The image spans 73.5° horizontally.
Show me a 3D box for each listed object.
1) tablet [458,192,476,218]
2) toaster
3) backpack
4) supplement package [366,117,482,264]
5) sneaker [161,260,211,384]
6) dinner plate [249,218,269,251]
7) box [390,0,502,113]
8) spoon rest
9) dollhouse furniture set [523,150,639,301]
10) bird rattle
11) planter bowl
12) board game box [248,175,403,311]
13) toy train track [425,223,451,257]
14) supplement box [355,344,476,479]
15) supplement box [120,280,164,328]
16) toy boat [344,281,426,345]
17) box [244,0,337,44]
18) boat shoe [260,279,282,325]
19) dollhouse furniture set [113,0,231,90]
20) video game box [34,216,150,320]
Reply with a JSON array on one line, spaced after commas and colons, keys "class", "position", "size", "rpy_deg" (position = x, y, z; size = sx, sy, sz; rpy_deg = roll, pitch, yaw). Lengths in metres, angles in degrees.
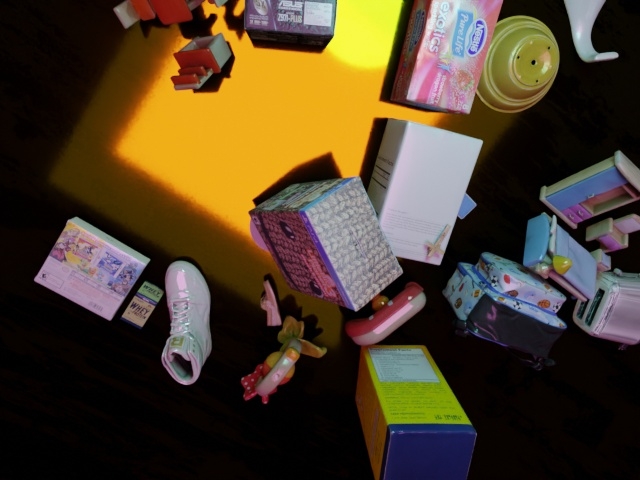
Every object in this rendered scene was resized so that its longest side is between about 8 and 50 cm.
[{"class": "tablet", "position": [0.361, -0.101, 1.117], "size": [0.083, 0.006, 0.054], "rpy_deg": [42, 100, -15]}, {"class": "toaster", "position": [0.811, 0.189, 1.187], "size": [0.146, 0.129, 0.227], "rpy_deg": [10, 108, -4]}, {"class": "backpack", "position": [0.439, 0.148, 1.070], "size": [0.276, 0.263, 0.213], "rpy_deg": [26, 98, -15]}, {"class": "supplement package", "position": [0.219, -0.120, 1.009], "size": [0.178, 0.175, 0.293], "rpy_deg": [12, 107, -10]}, {"class": "sneaker", "position": [-0.336, 0.209, 1.069], "size": [0.108, 0.169, 0.292], "rpy_deg": [-8, 107, -1]}, {"class": "dinner plate", "position": [-0.110, -0.033, 1.093], "size": [0.141, 0.017, 0.141], "rpy_deg": [-2, 109, -5]}, {"class": "box", "position": [0.275, -0.440, 0.931], "size": [0.154, 0.142, 0.300], "rpy_deg": [11, 106, -9]}, {"class": "spoon rest", "position": [0.613, -0.541, 0.974], "size": [0.137, 0.084, 0.276], "rpy_deg": [-7, 95, -4]}, {"class": "dollhouse furniture set", "position": [0.662, 0.007, 0.997], "size": [0.286, 0.198, 0.303], "rpy_deg": [35, 57, -14]}, {"class": "bird rattle", "position": [-0.118, 0.324, 1.116], "size": [0.253, 0.207, 0.143], "rpy_deg": [-42, 88, -1]}, {"class": "planter bowl", "position": [0.470, -0.407, 0.987], "size": [0.217, 0.090, 0.217], "rpy_deg": [-1, 107, -4]}, {"class": "board game box", "position": [0.000, 0.000, 0.954], "size": [0.141, 0.291, 0.232], "rpy_deg": [-35, 109, -24]}, {"class": "toy train track", "position": [0.263, 0.001, 0.954], "size": [0.048, 0.014, 0.083], "rpy_deg": [31, 96, -9]}, {"class": "supplement box", "position": [0.217, 0.439, 1.089], "size": [0.194, 0.356, 0.195], "rpy_deg": [3, 107, -6]}, {"class": "supplement box", "position": [-0.449, 0.162, 1.087], "size": [0.056, 0.083, 0.083], "rpy_deg": [32, 101, -15]}, {"class": "toy boat", "position": [0.156, 0.169, 1.132], "size": [0.231, 0.151, 0.151], "rpy_deg": [-40, 76, 7]}, {"class": "box", "position": [-0.063, -0.462, 0.892], "size": [0.180, 0.147, 0.077], "rpy_deg": [3, 107, -5]}, {"class": "boat shoe", "position": [-0.136, 0.170, 1.135], "size": [0.045, 0.050, 0.135], "rpy_deg": [-14, 108, -6]}, {"class": "dollhouse furniture set", "position": [-0.284, -0.443, 0.827], "size": [0.262, 0.135, 0.259], "rpy_deg": [6, 141, 28]}, {"class": "video game box", "position": [-0.566, 0.072, 1.068], "size": [0.205, 0.048, 0.187], "rpy_deg": [34, 103, -14]}]
